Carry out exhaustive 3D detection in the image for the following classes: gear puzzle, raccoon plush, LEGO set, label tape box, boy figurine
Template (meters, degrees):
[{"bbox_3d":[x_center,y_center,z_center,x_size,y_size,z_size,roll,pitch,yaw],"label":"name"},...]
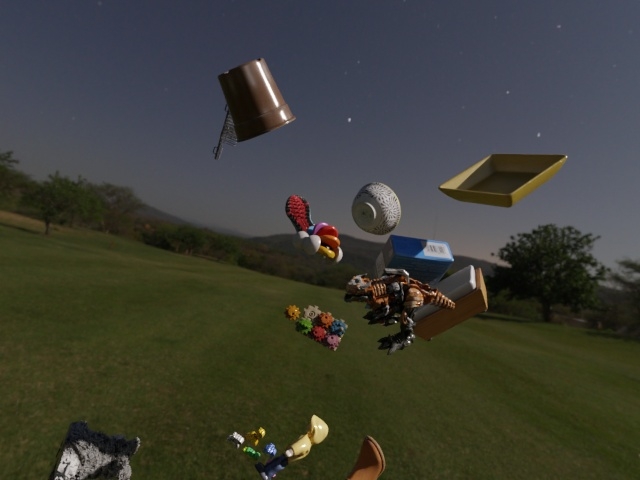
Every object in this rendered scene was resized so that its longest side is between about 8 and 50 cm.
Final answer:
[{"bbox_3d":[-0.034,0.424,2.233,0.338,0.175,0.044,26,-27,12],"label":"gear puzzle"},{"bbox_3d":[-0.840,0.860,1.619,0.299,0.216,0.446,25,-11,-23],"label":"raccoon plush"},{"bbox_3d":[-0.235,0.781,1.635,0.227,0.093,0.087,36,31,5],"label":"LEGO set"},{"bbox_3d":[0.327,0.138,1.675,0.240,0.106,0.334,8,-45,-14],"label":"label tape box"},{"bbox_3d":[-0.097,0.749,1.542,0.092,0.285,0.177,49,-15,17],"label":"boy figurine"}]

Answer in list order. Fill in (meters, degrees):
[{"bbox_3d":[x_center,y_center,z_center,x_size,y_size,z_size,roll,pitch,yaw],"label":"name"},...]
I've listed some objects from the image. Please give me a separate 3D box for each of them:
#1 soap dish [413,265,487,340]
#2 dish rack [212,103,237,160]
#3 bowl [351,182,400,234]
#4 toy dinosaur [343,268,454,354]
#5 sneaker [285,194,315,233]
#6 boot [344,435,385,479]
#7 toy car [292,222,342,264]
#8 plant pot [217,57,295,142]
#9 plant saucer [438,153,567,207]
[{"bbox_3d":[0.454,0.223,1.520,0.290,0.118,0.229,-35,0,23],"label":"soap dish"},{"bbox_3d":[-0.294,-0.405,1.457,0.074,0.272,0.208,19,28,-13],"label":"dish rack"},{"bbox_3d":[0.155,-0.088,1.328,0.170,0.170,0.080,10,22,36],"label":"bowl"},{"bbox_3d":[0.217,0.177,1.163,0.321,0.219,0.164,16,26,1],"label":"toy dinosaur"},{"bbox_3d":[-0.081,-0.064,1.798,0.104,0.262,0.125,-18,-18,-13],"label":"sneaker"},{"bbox_3d":[0.129,0.906,1.635,0.220,0.284,0.109,-14,30,-37],"label":"boot"},{"bbox_3d":[0.000,0.000,1.578,0.159,0.136,0.182,27,-4,-36],"label":"toy car"},{"bbox_3d":[-0.170,-0.357,1.084,0.166,0.165,0.167,-19,22,8],"label":"plant pot"},{"bbox_3d":[0.672,-0.220,1.593,0.332,0.081,0.332,-31,25,-20],"label":"plant saucer"}]
